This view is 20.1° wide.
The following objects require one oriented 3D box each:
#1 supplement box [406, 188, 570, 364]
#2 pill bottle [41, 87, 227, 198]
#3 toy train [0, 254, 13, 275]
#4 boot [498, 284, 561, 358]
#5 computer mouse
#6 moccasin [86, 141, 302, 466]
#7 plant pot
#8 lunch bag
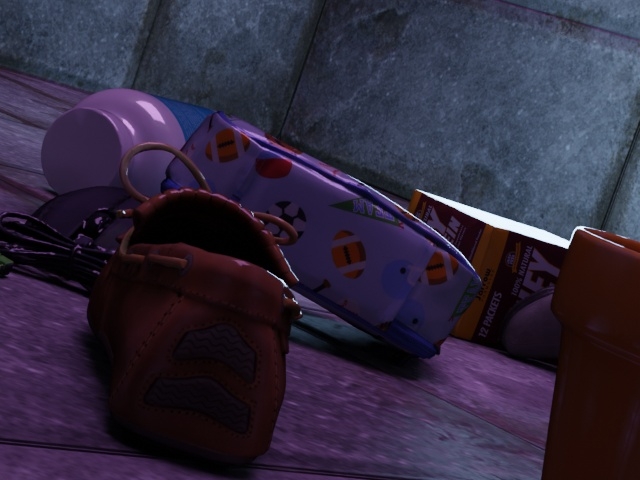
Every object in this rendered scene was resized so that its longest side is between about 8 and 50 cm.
[{"bbox_3d":[0.206,0.045,2.053,0.194,0.129,0.191,16,6,-28],"label":"supplement box"},{"bbox_3d":[-0.177,-0.077,1.846,0.146,0.146,0.264,21,5,22],"label":"pill bottle"},{"bbox_3d":[-0.247,0.019,1.327,0.024,0.017,0.083,30,6,5],"label":"toy train"},{"bbox_3d":[0.322,0.119,1.900,0.247,0.083,0.161,-4,36,-7],"label":"boot"},{"bbox_3d":[-0.169,-0.002,1.518,0.188,0.072,0.272,19,5,4],"label":"computer mouse"},{"bbox_3d":[-0.079,0.025,1.145,0.139,0.147,0.380,19,5,-3],"label":"moccasin"},{"bbox_3d":[0.221,0.112,1.091,0.205,0.188,0.205,18,5,-2],"label":"plant pot"},{"bbox_3d":[0.000,0.000,1.633,0.303,0.115,0.243,34,-3,-6],"label":"lunch bag"}]
